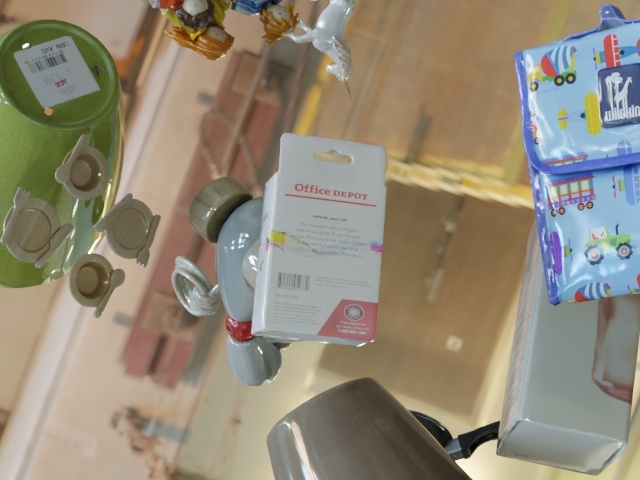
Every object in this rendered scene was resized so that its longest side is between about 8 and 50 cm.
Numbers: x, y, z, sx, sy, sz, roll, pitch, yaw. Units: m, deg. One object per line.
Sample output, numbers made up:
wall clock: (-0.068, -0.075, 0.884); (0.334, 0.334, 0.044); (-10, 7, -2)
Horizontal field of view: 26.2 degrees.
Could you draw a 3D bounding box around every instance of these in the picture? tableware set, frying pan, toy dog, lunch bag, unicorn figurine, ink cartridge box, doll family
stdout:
tableware set: (-0.237, -0.012, 1.390); (0.020, 0.141, 0.168); (0, 142, 47)
frying pan: (0.148, 0.299, 1.861); (0.326, 0.197, 0.053); (5, -134, -5)
toy dog: (-0.060, 0.039, 1.757); (0.220, 0.161, 0.333); (55, 157, 13)
lunch bag: (0.331, -0.098, 1.407); (0.221, 0.293, 0.138); (-12, 179, 29)
unicorn figurine: (0.009, -0.284, 1.834); (0.111, 0.161, 0.060); (24, -166, 17)
ink cartridge box: (0.000, 0.000, 1.373); (0.115, 0.198, 0.067); (8, 170, -12)
doll family: (-0.105, -0.292, 1.569); (0.163, 0.263, 0.118); (54, 148, 11)

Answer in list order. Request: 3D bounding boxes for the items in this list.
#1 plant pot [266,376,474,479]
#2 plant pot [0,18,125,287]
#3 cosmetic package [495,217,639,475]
plant pot: (0.057, 0.286, 1.563); (0.229, 0.263, 0.263); (61, -165, 18)
plant pot: (-0.339, -0.123, 1.591); (0.275, 0.274, 0.293); (21, 151, -14)
cosmetic package: (0.298, 0.106, 1.608); (0.129, 0.296, 0.153); (13, 157, 1)
